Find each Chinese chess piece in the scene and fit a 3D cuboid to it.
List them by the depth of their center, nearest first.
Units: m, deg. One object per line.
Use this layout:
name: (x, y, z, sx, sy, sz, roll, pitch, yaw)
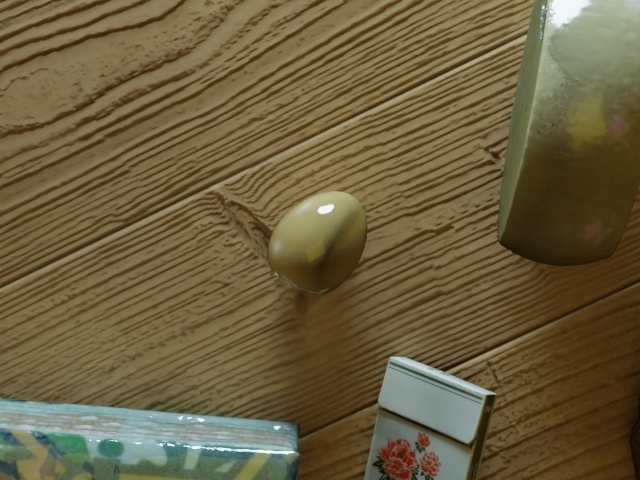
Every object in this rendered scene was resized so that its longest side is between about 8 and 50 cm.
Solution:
Chinese chess piece: (0.208, -0.103, 1.085, 0.097, 0.251, 0.251, 10, 100, 5)

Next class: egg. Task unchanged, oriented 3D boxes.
egg: (0.000, 0.000, 1.193, 0.080, 0.080, 0.096, 34, 103, -5)

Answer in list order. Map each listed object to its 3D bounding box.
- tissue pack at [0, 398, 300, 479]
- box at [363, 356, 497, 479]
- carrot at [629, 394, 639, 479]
tissue pack: (-0.176, 0.273, 1.220, 0.310, 0.128, 0.228, 4, 98, 0)
box: (0.090, 0.215, 1.227, 0.109, 0.029, 0.198, 19, 103, 38)
carrot: (0.331, 0.117, 1.214, 0.101, 0.102, 0.263, 16, 106, -2)
